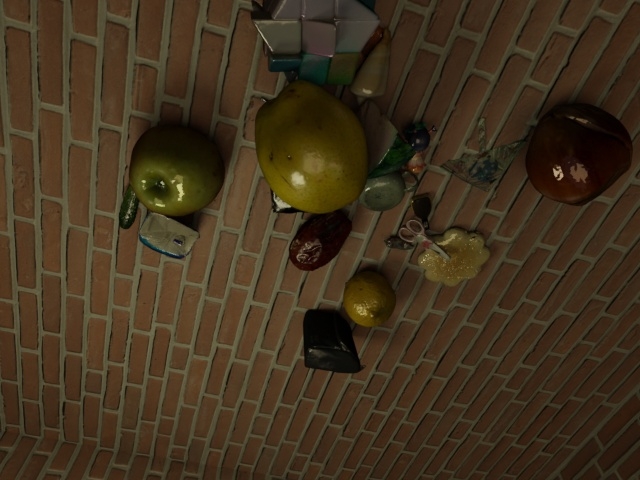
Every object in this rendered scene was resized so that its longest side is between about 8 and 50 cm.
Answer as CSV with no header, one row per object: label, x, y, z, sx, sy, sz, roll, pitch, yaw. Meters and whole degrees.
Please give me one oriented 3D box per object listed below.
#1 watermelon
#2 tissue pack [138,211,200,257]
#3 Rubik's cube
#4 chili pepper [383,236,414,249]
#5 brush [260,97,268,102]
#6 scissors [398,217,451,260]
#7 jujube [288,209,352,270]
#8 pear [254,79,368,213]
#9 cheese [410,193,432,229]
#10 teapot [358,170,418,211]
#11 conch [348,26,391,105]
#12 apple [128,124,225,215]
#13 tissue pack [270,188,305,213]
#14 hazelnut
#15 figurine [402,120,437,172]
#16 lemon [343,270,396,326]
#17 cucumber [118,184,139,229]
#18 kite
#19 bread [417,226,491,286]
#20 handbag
watermelon,0.229,-0.325,1.579,0.222,0.292,0.319,-2,140,-26
tissue pack,-0.599,-0.007,1.790,0.209,0.270,0.137,25,76,-18
Rubik's cube,-0.021,-0.651,1.372,0.387,0.358,0.368,25,122,-28
chili pepper,0.331,0.013,1.951,0.153,0.041,0.050,8,143,-24
brush,-0.179,-0.497,1.653,0.083,0.008,0.024,25,121,-15
scissors,0.446,0.005,1.907,0.242,0.030,0.118,36,133,-1
jujube,0.000,0.000,1.854,0.290,0.197,0.197,-44,113,5
pear,-0.028,-0.283,1.448,0.362,0.362,0.418,-28,110,15
cheese,0.425,-0.111,1.878,0.086,0.036,0.162,-16,120,6
teapot,0.230,-0.205,1.755,0.294,0.129,0.193,-10,141,10
conch,0.174,-0.586,1.558,0.158,0.127,0.255,28,97,16
apple,-0.517,-0.237,1.634,0.339,0.305,0.338,0,123,-1
tissue pack,-0.076,-0.259,1.733,0.245,0.123,0.332,-1,121,-3
hazelnut,0.893,-0.301,1.611,0.372,0.372,0.315,35,157,-20
figurine,0.363,-0.348,1.697,0.112,0.102,0.195,-15,120,-17
lemon,0.212,0.259,1.975,0.229,0.253,0.228,-7,131,-8
cucumber,-0.764,-0.145,1.830,0.069,0.069,0.227,20,116,-12
kite,0.629,-0.321,1.768,0.335,0.011,0.314,-15,120,8
bread,0.581,0.078,1.986,0.316,0.054,0.316,-1,123,-1
handbag,0.060,0.447,2.067,0.275,0.302,0.177,6,114,-7
